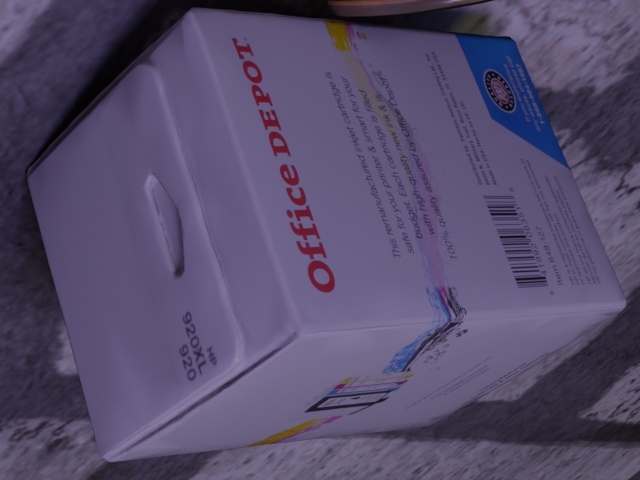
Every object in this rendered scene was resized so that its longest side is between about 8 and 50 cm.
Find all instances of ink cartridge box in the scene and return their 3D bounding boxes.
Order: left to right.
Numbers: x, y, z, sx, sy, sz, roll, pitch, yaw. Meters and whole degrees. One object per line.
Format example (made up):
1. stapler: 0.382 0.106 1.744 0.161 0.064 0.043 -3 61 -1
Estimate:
1. ink cartridge box: 0.000 0.000 0.843 0.233 0.171 0.168 0 153 -42

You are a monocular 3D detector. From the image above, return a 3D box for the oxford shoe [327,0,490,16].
1. oxford shoe: 0.100 -0.163 0.822 0.212 0.076 0.076 -17 -167 1
